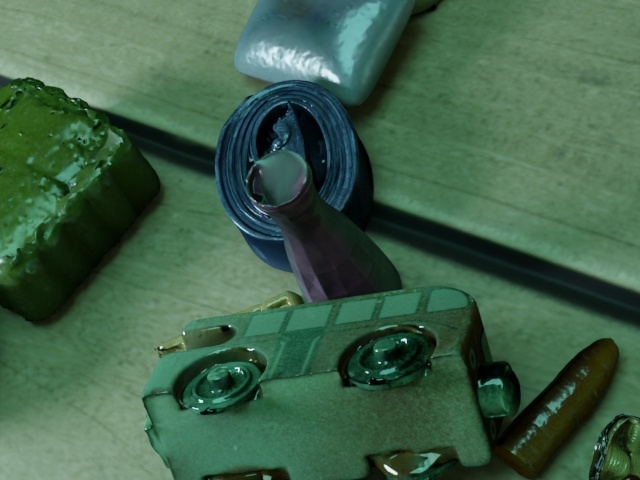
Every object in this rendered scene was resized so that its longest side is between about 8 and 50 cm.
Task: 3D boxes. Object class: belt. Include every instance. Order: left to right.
[{"bbox_3d":[-0.026,-0.067,1.656,0.141,0.082,0.190,-12,57,9],"label":"belt"}]

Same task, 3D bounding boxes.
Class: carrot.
[{"bbox_3d":[0.206,0.137,1.454,0.139,0.048,0.048,-47,54,-10],"label":"carrot"}]

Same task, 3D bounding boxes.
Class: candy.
[{"bbox_3d":[0.001,-0.211,1.733,0.174,0.071,0.138,20,79,39],"label":"candy"}]

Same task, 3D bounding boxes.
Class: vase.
[{"bbox_3d":[0.000,0.000,1.521,0.086,0.214,0.086,-11,56,17],"label":"vase"}]

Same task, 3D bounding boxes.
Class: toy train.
[{"bbox_3d":[0.013,0.130,1.474,0.326,0.129,0.159,-10,29,19],"label":"toy train"}]

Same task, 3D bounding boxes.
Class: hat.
[{"bbox_3d":[0.256,0.187,1.395,0.076,0.059,0.077,15,72,12],"label":"hat"}]

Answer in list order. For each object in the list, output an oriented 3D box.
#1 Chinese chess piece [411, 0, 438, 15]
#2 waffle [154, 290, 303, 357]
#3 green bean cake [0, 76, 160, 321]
[{"bbox_3d":[0.090,-0.267,1.760,0.084,0.034,0.084,-12,54,18],"label":"Chinese chess piece"},{"bbox_3d":[-0.077,0.110,1.606,0.152,0.023,0.097,-22,53,8],"label":"waffle"},{"bbox_3d":[-0.290,-0.045,1.737,0.200,0.113,0.214,28,73,34],"label":"green bean cake"}]
